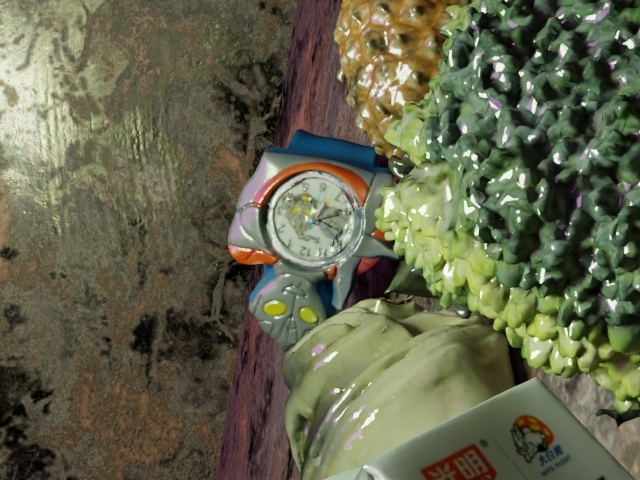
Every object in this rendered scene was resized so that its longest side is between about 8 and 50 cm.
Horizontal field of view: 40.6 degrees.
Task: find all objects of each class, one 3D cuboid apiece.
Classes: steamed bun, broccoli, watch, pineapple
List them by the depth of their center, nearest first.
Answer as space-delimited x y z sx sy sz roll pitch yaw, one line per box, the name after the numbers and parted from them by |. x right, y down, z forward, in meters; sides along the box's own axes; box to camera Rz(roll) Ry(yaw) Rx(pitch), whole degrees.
0.157 -0.050 0.525 0.375 0.249 0.302 -102 26 -42 | broccoli
0.104 -0.081 0.718 0.169 0.169 0.340 118 148 -55 | pineapple
0.064 0.182 0.874 0.320 0.206 0.275 126 152 -56 | steamed bun
0.000 0.000 1.287 0.274 0.241 0.305 -64 -12 -77 | watch

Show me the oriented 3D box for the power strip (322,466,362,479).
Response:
0.027 0.328 0.617 0.357 0.161 0.357 -30 22 13 | power strip

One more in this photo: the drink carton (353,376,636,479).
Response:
0.141 0.219 0.383 0.315 0.131 0.106 48 137 31 | drink carton
